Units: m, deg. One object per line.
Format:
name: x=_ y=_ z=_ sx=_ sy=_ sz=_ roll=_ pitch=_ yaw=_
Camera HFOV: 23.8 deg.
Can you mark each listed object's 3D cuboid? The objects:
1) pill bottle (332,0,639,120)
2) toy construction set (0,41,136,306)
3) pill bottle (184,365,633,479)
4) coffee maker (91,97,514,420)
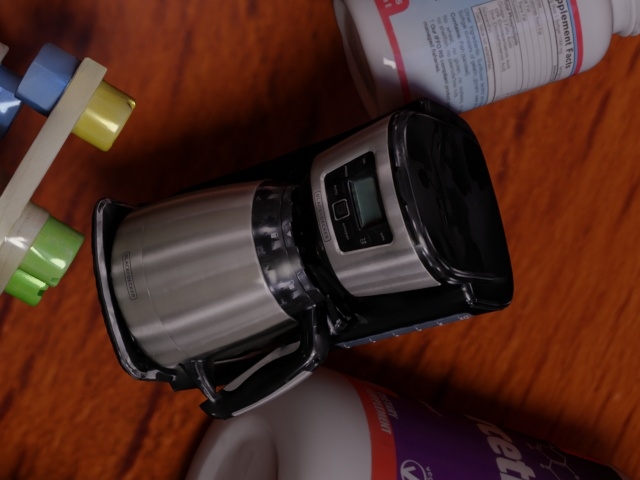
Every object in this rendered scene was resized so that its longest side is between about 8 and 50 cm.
pill bottle: x=0.093 y=-0.118 z=0.786 sx=0.160 sy=0.087 sz=0.087 roll=-19 pitch=125 yaw=-5
toy construction set: x=-0.222 y=0.056 z=0.693 sx=0.151 sy=0.327 sz=0.215 roll=43 pitch=146 yaw=-3
pill bottle: x=0.083 y=0.199 z=0.926 sx=0.323 sy=0.181 sz=0.181 roll=20 pitch=113 yaw=-27
coffee maker: x=0.000 y=0.000 z=0.769 sx=0.178 sy=0.171 sz=0.120 roll=-16 pitch=101 yaw=22
